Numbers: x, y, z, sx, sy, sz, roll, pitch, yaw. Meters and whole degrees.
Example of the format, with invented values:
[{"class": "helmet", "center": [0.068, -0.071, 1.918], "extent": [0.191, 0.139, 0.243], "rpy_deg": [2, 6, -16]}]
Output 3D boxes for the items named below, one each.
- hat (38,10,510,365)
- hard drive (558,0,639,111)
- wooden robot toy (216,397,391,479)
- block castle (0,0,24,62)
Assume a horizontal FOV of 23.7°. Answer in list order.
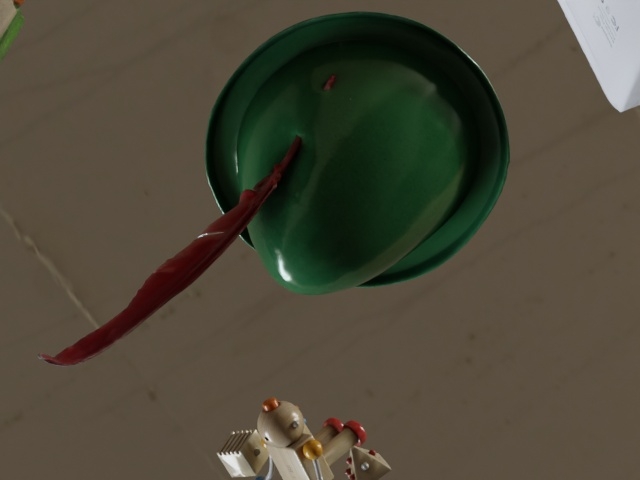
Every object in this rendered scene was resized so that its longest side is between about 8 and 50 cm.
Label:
[{"class": "hat", "center": [0.000, 0.000, 0.817], "extent": [0.173, 0.183, 0.208], "rpy_deg": [38, -62, -12]}, {"class": "hard drive", "center": [0.227, -0.258, 1.177], "extent": [0.040, 0.210, 0.318], "rpy_deg": [-21, -18, -6]}, {"class": "wooden robot toy", "center": [-0.021, 0.147, 1.181], "extent": [0.076, 0.173, 0.079], "rpy_deg": [-44, -65, -29]}, {"class": "block castle", "center": [-0.312, -0.155, 0.792], "extent": [0.303, 0.213, 0.453], "rpy_deg": [31, -94, -6]}]
